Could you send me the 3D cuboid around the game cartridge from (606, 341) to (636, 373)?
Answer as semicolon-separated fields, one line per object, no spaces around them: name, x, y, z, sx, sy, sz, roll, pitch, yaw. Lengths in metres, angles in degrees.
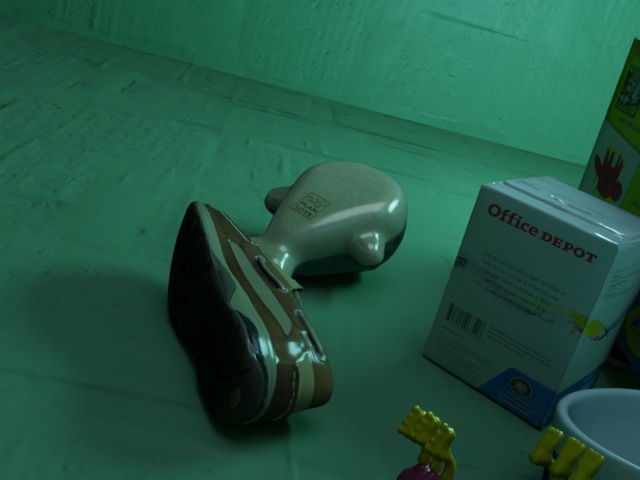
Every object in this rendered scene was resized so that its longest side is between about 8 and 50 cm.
game cartridge;0.389;0.105;1.123;0.297;0.062;0.198;21;26;12

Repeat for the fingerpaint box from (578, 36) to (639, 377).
fingerpaint box;0.502;-0.048;0.999;0.163;0.371;0.445;13;21;-3

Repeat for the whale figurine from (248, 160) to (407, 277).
whale figurine;0.000;0.000;1.045;0.216;0.141;0.272;30;50;33

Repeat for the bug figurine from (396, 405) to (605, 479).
bug figurine;0.050;0.218;0.415;0.072;0.279;0.216;43;-4;-21

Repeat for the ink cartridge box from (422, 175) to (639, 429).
ink cartridge box;0.265;0.062;0.890;0.171;0.232;0.168;31;26;33

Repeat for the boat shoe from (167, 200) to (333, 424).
boat shoe;-0.081;0.074;0.800;0.120;0.122;0.324;10;30;-29

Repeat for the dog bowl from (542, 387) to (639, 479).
dog bowl;0.326;0.220;0.635;0.265;0.104;0.265;9;8;-1
